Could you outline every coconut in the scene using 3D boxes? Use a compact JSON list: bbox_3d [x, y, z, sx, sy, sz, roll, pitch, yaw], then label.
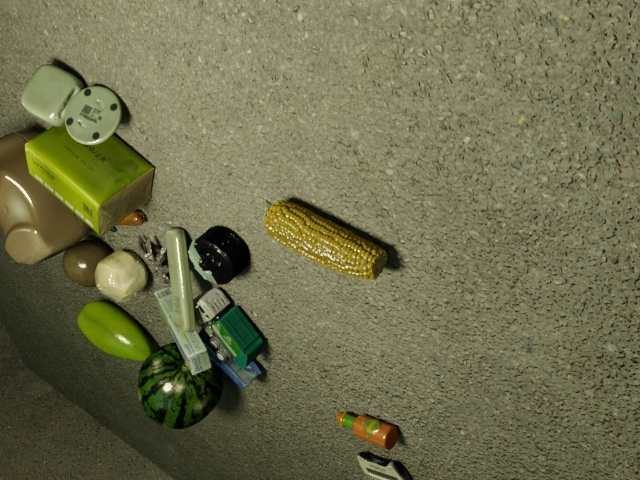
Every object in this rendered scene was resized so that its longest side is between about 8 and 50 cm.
[{"bbox_3d":[-0.660,0.122,2.132,0.161,0.162,0.161,27,140,26],"label":"coconut"}]

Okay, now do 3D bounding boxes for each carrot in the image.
[{"bbox_3d":[-0.603,-0.072,1.984,0.186,0.060,0.060,8,130,34],"label":"carrot"}]

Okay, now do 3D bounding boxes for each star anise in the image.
[{"bbox_3d":[-0.486,0.068,1.992,0.180,0.061,0.204,-13,114,50],"label":"star anise"}]

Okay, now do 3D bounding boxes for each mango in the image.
[{"bbox_3d":[-0.783,0.359,2.488,0.343,0.156,0.192,31,142,19],"label":"mango"}]

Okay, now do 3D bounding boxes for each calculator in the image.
[{"bbox_3d":[0.214,0.734,1.941,0.177,0.040,0.268,3,126,44],"label":"calculator"}]

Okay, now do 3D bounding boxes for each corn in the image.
[{"bbox_3d":[0.000,0.000,1.411,0.310,0.101,0.101,28,140,22],"label":"corn"}]

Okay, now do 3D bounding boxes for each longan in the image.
[{"bbox_3d":[-0.784,0.084,2.236,0.204,0.159,0.185,25,171,-23],"label":"longan"}]

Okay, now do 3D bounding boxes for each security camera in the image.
[{"bbox_3d":[-0.639,-0.348,1.696,0.301,0.157,0.080,28,174,15],"label":"security camera"}]

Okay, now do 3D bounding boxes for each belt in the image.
[{"bbox_3d":[-0.279,0.041,1.746,0.151,0.078,0.198,49,146,-7],"label":"belt"}]

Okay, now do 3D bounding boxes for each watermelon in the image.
[{"bbox_3d":[-0.471,0.481,2.179,0.285,0.285,0.285,27,140,25],"label":"watermelon"}]

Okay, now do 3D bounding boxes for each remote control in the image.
[{"bbox_3d":[-0.407,0.116,1.879,0.090,0.038,0.310,3,101,51],"label":"remote control"}]

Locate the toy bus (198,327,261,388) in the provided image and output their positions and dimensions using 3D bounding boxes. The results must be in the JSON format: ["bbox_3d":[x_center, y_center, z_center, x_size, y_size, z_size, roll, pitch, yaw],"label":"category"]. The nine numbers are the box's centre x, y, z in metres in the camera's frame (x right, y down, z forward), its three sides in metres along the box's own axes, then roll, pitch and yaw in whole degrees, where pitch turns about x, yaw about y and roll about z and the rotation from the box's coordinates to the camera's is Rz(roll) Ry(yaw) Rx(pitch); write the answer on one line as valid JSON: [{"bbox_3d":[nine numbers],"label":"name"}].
[{"bbox_3d":[-0.292,0.358,2.044,0.236,0.094,0.079,45,143,3],"label":"toy bus"}]

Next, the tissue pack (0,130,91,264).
[{"bbox_3d":[-0.890,-0.142,2.026,0.267,0.277,0.387,-19,107,42],"label":"tissue pack"}]

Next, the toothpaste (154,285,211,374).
[{"bbox_3d":[-0.432,0.271,2.017,0.336,0.067,0.081,48,153,45],"label":"toothpaste"}]

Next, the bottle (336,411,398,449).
[{"bbox_3d":[0.123,0.521,1.804,0.187,0.069,0.069,8,129,40],"label":"bottle"}]

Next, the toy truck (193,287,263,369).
[{"bbox_3d":[-0.276,0.260,1.925,0.253,0.114,0.124,54,140,-7],"label":"toy truck"}]

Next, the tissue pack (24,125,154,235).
[{"bbox_3d":[-0.626,-0.188,1.771,0.274,0.200,0.167,40,146,8],"label":"tissue pack"}]

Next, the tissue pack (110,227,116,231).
[{"bbox_3d":[-0.711,-0.088,2.103,0.085,0.028,0.138,19,132,34],"label":"tissue pack"}]
